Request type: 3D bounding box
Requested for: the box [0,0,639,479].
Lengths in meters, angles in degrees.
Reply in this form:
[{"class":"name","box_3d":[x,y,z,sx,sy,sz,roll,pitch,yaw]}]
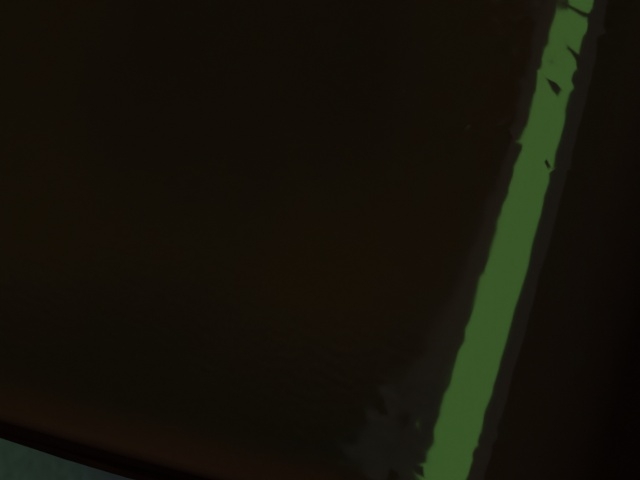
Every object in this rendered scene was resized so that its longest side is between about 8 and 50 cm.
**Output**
[{"class":"box","box_3d":[0.000,0.000,0.658,0.339,0.239,0.229,9,76,27]}]
